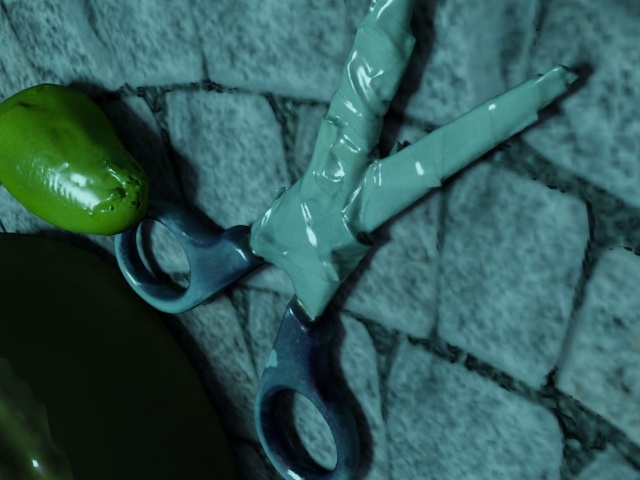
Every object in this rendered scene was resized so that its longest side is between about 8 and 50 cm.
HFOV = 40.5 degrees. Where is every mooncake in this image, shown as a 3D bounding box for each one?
[{"bbox_3d":[-0.270,0.194,0.741,0.394,0.246,0.393,39,128,17],"label":"mooncake"}]

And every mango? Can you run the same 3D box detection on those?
[{"bbox_3d":[-0.182,-0.059,0.616,0.165,0.074,0.091,30,107,37],"label":"mango"}]

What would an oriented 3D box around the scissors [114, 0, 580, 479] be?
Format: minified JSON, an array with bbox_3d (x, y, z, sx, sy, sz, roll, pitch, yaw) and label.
[{"bbox_3d":[0.000,0.000,0.520,0.256,0.029,0.383,51,137,10],"label":"scissors"}]
